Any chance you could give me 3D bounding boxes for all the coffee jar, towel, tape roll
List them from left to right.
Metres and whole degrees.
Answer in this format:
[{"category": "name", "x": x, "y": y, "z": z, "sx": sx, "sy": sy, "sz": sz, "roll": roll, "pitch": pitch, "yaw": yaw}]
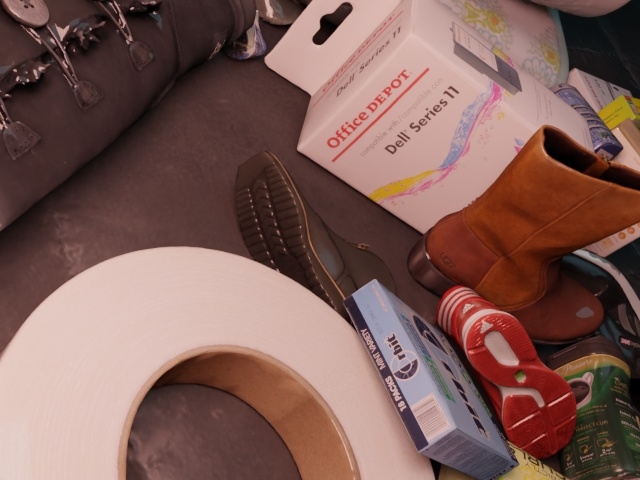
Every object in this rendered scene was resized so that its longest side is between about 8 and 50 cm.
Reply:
[{"category": "tape roll", "x": -0.069, "y": 0.188, "z": 0.585, "sx": 0.392, "sy": 0.072, "sz": 0.392, "roll": 25, "pitch": 45, "yaw": -28}, {"category": "towel", "x": 0.290, "y": -0.438, "z": 1.399, "sx": 0.320, "sy": 0.090, "sz": 0.375, "roll": 26, "pitch": 45, "yaw": -22}, {"category": "coffee jar", "x": 0.320, "y": 0.206, "z": 0.913, "sx": 0.079, "sy": 0.096, "sz": 0.184, "roll": 28, "pitch": 45, "yaw": -28}]

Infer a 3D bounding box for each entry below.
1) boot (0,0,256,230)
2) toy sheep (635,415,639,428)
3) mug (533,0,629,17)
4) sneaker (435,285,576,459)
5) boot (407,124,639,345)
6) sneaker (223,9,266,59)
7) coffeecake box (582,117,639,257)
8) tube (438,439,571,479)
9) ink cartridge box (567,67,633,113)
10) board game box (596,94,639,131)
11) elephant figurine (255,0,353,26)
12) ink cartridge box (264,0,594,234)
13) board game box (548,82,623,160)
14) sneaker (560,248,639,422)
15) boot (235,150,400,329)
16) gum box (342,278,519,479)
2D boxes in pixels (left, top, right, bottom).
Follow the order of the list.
[{"category": "boot", "x": -0.287, "y": -0.226, "z": 0.664, "sx": 0.367, "sy": 0.146, "sz": 0.445, "roll": 42, "pitch": 45, "yaw": -7}, {"category": "toy sheep", "x": 0.381, "y": 0.270, "z": 0.926, "sx": 0.091, "sy": 0.091, "sz": 0.132, "roll": 26, "pitch": 55, "yaw": -26}, {"category": "mug", "x": 0.326, "y": -0.550, "z": 1.280, "sx": 0.328, "sy": 0.276, "sz": 0.374, "roll": 6, "pitch": 25, "yaw": -29}, {"category": "sneaker", "x": 0.202, "y": 0.133, "z": 0.869, "sx": 0.221, "sy": 0.087, "sz": 0.128, "roll": 62, "pitch": 0, "yaw": -28}, {"category": "boot", "x": 0.268, "y": 0.002, "z": 0.844, "sx": 0.264, "sy": 0.280, "sz": 0.096, "roll": 29, "pitch": 55, "yaw": -10}, {"category": "sneaker", "x": -0.105, "y": -0.272, "z": 0.934, "sx": 0.058, "sy": 0.052, "sz": 0.135, "roll": -6, "pitch": 71, "yaw": -56}, {"category": "coffeecake box", "x": 0.398, "y": -0.059, "z": 1.121, "sx": 0.142, "sy": 0.185, "sz": 0.068, "roll": 54, "pitch": 40, "yaw": 5}, {"category": "tube", "x": 0.224, "y": 0.264, "z": 0.811, "sx": 0.240, "sy": 0.062, "sz": 0.070, "roll": 32, "pitch": 2, "yaw": -11}, {"category": "ink cartridge box", "x": 0.513, "y": -0.218, "z": 1.436, "sx": 0.190, "sy": 0.082, "sz": 0.140, "roll": 8, "pitch": 55, "yaw": -41}, {"category": "board game box", "x": 0.422, "y": -0.149, "z": 1.216, "sx": 0.092, "sy": 0.181, "sz": 0.043, "roll": -1, "pitch": 61, "yaw": -43}, {"category": "elephant figurine", "x": -0.032, "y": -0.354, "z": 1.004, "sx": 0.239, "sy": 0.186, "sz": 0.170, "roll": 4, "pitch": 100, "yaw": -29}, {"category": "ink cartridge box", "x": 0.118, "y": -0.140, "z": 0.906, "sx": 0.353, "sy": 0.207, "sz": 0.119, "roll": 32, "pitch": 42, "yaw": -20}, {"category": "board game box", "x": 0.296, "y": -0.127, "z": 1.110, "sx": 0.060, "sy": 0.194, "sz": 0.194, "roll": 20, "pitch": 34, "yaw": -33}, {"category": "sneaker", "x": 0.366, "y": 0.124, "z": 1.019, "sx": 0.283, "sy": 0.107, "sz": 0.124, "roll": 40, "pitch": 47, "yaw": -12}, {"category": "boot", "x": 0.000, "y": 0.000, "z": 0.804, "sx": 0.137, "sy": 0.076, "sz": 0.198, "roll": -19, "pitch": 87, "yaw": -53}, {"category": "gum box", "x": 0.106, "y": 0.135, "z": 0.732, "sx": 0.184, "sy": 0.041, "sz": 0.157, "roll": 40, "pitch": 18, "yaw": -52}]
